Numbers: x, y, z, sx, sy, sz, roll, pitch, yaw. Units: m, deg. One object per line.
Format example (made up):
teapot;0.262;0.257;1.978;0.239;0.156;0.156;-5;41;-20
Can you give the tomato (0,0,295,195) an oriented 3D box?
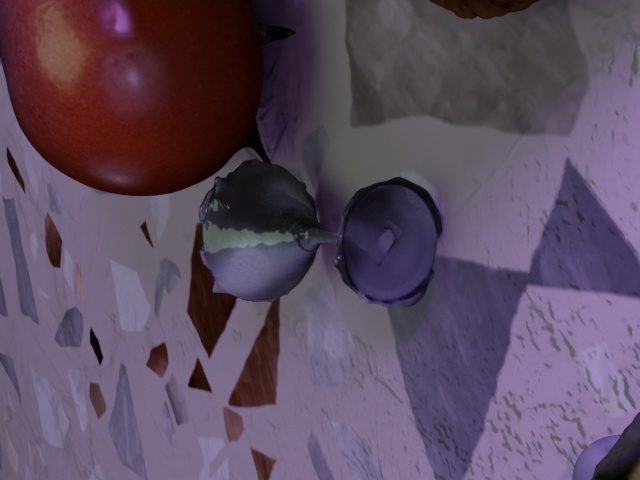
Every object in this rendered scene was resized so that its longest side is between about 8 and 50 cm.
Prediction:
tomato;-0.152;-0.164;0.945;0.256;0.225;0.255;170;90;-74

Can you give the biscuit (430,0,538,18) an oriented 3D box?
biscuit;0.105;-0.287;0.605;0.289;0.081;0.334;65;149;29

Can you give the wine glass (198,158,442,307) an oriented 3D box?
wine glass;0.000;0.000;0.856;0.183;0.122;0.122;9;108;55

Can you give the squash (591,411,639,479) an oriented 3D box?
squash;0.201;0.022;0.402;0.210;0.234;0.308;15;116;46

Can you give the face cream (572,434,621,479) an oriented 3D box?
face cream;0.196;0.263;0.651;0.144;0.071;0.291;24;119;55
